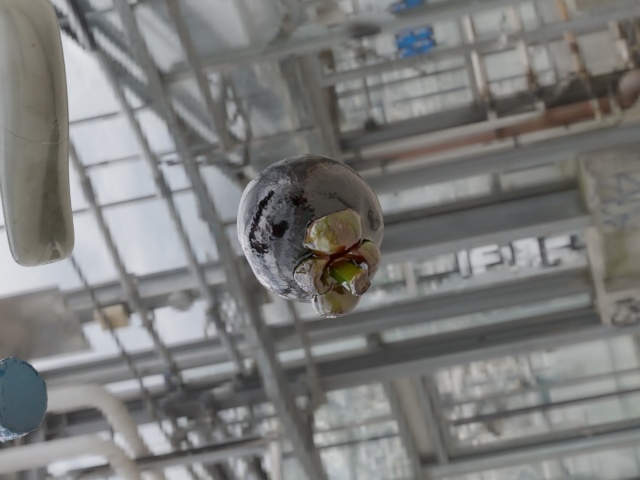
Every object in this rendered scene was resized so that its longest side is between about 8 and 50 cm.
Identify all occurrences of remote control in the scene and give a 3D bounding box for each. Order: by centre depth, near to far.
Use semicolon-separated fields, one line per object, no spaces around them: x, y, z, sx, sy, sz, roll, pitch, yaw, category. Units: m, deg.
-0.230;-0.093;1.050;0.073;0.044;0.229;-14;-78;-59;remote control

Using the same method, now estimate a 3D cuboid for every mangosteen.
0.000;0.000;1.103;0.151;0.137;0.137;52;166;45;mangosteen

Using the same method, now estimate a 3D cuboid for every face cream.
-0.362;0.163;1.073;0.163;0.336;0.080;13;-116;-51;face cream
